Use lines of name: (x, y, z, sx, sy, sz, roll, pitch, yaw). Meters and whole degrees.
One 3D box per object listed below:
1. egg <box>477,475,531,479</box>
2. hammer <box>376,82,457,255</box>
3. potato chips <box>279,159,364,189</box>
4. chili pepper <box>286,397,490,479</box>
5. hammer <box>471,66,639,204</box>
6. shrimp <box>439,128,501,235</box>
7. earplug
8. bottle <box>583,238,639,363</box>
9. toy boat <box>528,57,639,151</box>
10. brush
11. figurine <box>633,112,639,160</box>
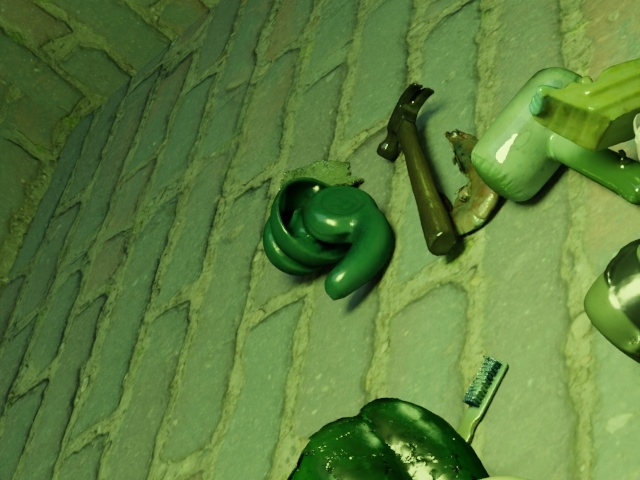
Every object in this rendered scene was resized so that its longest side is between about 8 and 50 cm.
egg: (0.156, 0.390, 1.183, 0.283, 0.283, 0.345, -23, 44, 46)
hammer: (0.164, -0.109, 2.084, 0.440, 0.044, 0.168, -99, 28, -56)
potato chips: (-0.013, -0.098, 2.413, 0.167, 0.059, 0.228, -44, 20, 2)
chili pepper: (0.099, 0.323, 1.447, 0.233, 0.248, 0.256, -42, 34, -7)
hammer: (0.356, -0.119, 1.762, 0.206, 0.119, 0.335, -53, 31, 2)
shrimp: (0.221, -0.097, 2.016, 0.143, 0.052, 0.251, -50, 23, 20)
earplug: (0.007, 0.005, 2.173, 0.280, 0.163, 0.257, -38, 62, 51)
bottle: (0.438, 0.009, 1.370, 0.347, 0.168, 0.168, -43, 26, 27)
toy boat: (0.410, -0.184, 1.634, 0.111, 0.276, 0.084, 96, 156, -63)
brush: (0.192, 0.228, 1.652, 0.033, 0.030, 0.179, 6, 60, 50)
figurine: (0.490, -0.127, 1.496, 0.276, 0.133, 0.200, -20, 17, 50)
